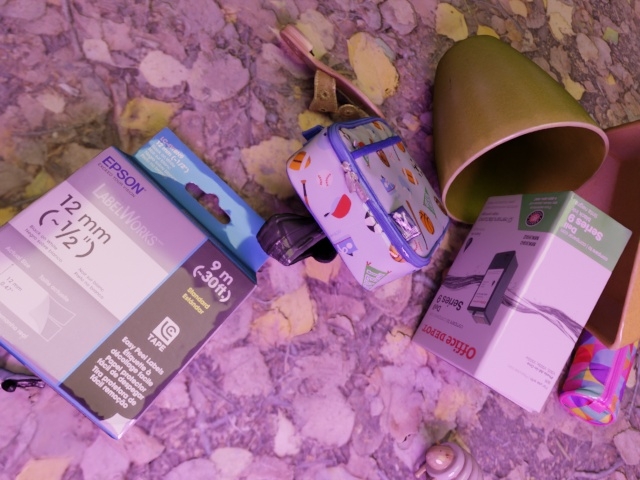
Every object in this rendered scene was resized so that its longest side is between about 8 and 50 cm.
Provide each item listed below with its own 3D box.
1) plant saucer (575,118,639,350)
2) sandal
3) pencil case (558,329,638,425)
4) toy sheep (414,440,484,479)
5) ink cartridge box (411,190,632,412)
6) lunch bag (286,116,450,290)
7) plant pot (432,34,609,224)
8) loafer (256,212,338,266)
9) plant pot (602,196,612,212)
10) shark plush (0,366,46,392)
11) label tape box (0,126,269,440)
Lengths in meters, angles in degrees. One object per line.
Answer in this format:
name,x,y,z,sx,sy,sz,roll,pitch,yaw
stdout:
plant saucer,0.494,-0.018,0.816,0.081,0.333,0.332,10,99,9
sandal,0.001,-0.265,0.872,0.079,0.088,0.240,-45,89,3
pencil case,0.536,0.227,0.944,0.104,0.104,0.236,41,63,-9
toy sheep,0.203,0.361,0.759,0.132,0.091,0.091,52,60,-19
ink cartridge box,0.291,0.080,0.763,0.122,0.211,0.289,31,85,-13
lunch bag,0.080,-0.074,0.741,0.243,0.115,0.303,59,25,-1
plant pot,0.316,-0.225,0.906,0.275,0.274,0.293,4,58,-24
loafer,0.000,0.000,0.744,0.223,0.076,0.078,-9,57,-53
plant pot,0.649,-0.057,1.017,0.230,0.263,0.262,-12,80,-10
shark plush,-0.398,0.137,0.565,0.162,0.073,0.067,13,39,-16
label tape box,-0.220,0.022,0.624,0.249,0.115,0.347,45,63,-8
